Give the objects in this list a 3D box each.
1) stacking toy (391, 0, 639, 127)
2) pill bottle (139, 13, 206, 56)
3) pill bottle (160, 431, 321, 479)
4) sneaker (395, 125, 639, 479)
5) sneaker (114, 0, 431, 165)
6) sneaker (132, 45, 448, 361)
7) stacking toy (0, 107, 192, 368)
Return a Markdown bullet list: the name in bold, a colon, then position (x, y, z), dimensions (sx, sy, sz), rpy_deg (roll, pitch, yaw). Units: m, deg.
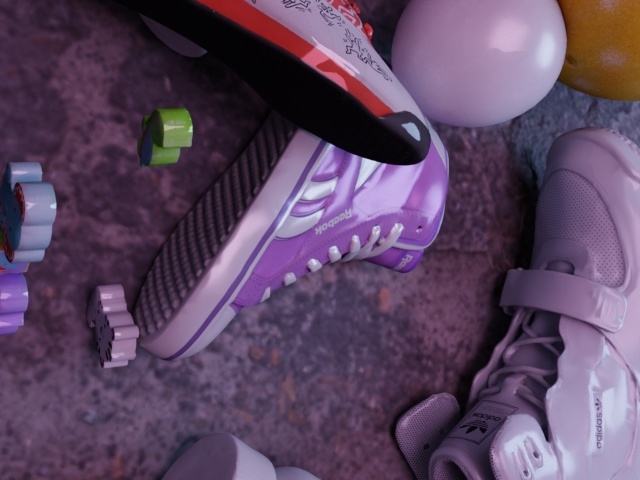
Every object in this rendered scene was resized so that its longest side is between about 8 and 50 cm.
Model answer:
- **stacking toy**: position (0.260, -0.214, 0.757), dimensions (0.480, 0.350, 0.350), rpy_deg (-33, 105, -18)
- **pill bottle**: position (-0.068, -0.189, 0.690), dimensions (0.067, 0.067, 0.120), rpy_deg (49, 67, -20)
- **pill bottle**: position (-0.009, 0.231, 0.677), dimensions (0.221, 0.121, 0.121), rpy_deg (40, 69, -23)
- **sneaker**: position (0.178, 0.093, 0.782), dimensions (0.210, 0.137, 0.365), rpy_deg (-5, 94, -33)
- **sneaker**: position (-0.018, -0.170, 0.620), dimensions (0.270, 0.090, 0.145), rpy_deg (32, 73, -12)
- **sneaker**: position (0.001, 0.000, 0.706), dimensions (0.161, 0.102, 0.282), rpy_deg (47, 67, -24)
- **stacking toy**: position (-0.172, 0.011, 0.554), dimensions (0.167, 0.221, 0.052), rpy_deg (-6, 53, -31)
